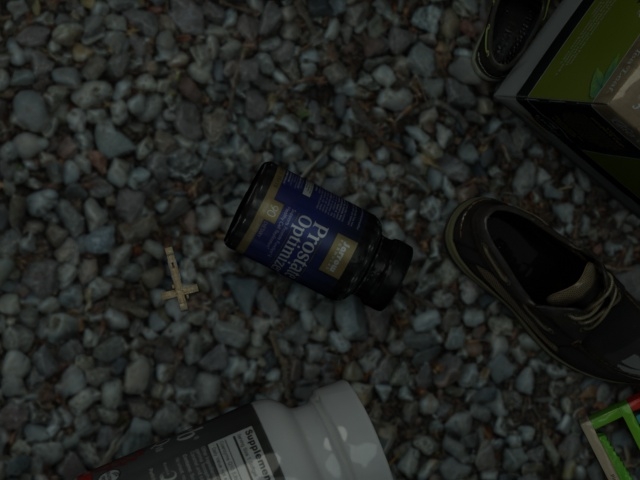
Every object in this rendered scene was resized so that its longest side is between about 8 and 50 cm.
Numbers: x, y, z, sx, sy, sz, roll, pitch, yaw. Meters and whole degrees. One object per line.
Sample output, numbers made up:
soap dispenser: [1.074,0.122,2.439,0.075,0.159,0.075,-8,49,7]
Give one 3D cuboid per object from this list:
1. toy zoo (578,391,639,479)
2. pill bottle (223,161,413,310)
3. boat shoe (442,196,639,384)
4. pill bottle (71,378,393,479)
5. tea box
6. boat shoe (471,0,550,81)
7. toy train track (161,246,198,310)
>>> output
toy zoo: [0.518,0.262,1.507,0.293,0.030,0.192,-28,92,9]
pill bottle: [0.000,0.000,1.435,0.219,0.123,0.123,27,84,-7]
boat shoe: [0.316,0.074,1.475,0.355,0.130,0.132,34,84,-6]
pill bottle: [-0.104,0.316,1.364,0.363,0.210,0.210,-22,91,-9]
tea box: [0.443,-0.157,1.372,0.329,0.323,0.220,36,90,-18]
boat shoe: [0.270,-0.322,1.514,0.081,0.068,0.228,20,85,-7]
toy train track: [-0.185,0.049,1.460,0.048,0.014,0.083,-15,90,-9]
